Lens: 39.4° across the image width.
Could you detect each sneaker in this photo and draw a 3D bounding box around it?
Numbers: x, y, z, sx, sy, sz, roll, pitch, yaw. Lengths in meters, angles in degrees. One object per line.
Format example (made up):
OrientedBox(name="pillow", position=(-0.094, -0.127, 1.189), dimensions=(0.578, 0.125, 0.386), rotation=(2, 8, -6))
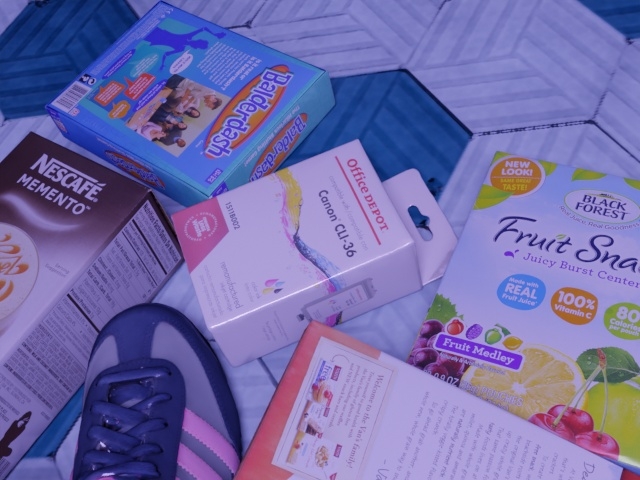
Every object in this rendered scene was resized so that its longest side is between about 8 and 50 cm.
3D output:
OrientedBox(name="sneaker", position=(-0.110, 0.156, 0.558), dimensions=(0.112, 0.131, 0.319), rotation=(-17, 54, 3))

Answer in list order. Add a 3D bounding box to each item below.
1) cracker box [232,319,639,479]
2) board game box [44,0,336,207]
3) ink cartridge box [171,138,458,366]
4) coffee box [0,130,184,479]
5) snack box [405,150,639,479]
OrientedBox(name="cracker box", position=(0.063, 0.167, 0.499), dimensions=(0.232, 0.067, 0.155), rotation=(26, 60, 2))
OrientedBox(name="board game box", position=(-0.117, -0.121, 0.801), dimensions=(0.210, 0.047, 0.160), rotation=(29, 66, 29))
OrientedBox(name="ink cartridge box", position=(0.000, 0.000, 0.679), dimensions=(0.198, 0.067, 0.115), rotation=(-23, 54, -3))
OrientedBox(name="coffee box", position=(-0.238, 0.052, 0.680), dimensions=(0.141, 0.098, 0.246), rotation=(25, 65, 26))
OrientedBox(name="snack box", position=(0.169, 0.050, 0.603), dimensions=(0.174, 0.070, 0.207), rotation=(14, 59, 22))
